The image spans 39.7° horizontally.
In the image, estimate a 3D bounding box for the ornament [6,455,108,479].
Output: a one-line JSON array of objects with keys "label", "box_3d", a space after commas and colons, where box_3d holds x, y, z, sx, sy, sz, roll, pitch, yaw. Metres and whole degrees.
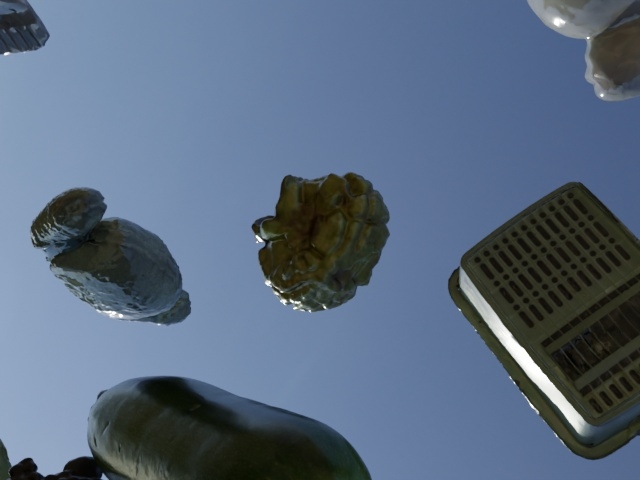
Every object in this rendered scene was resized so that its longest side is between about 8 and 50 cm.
[{"label": "ornament", "box_3d": [-0.173, 0.288, 0.676, 0.260, 0.251, 0.106, -82, 180, -52]}]

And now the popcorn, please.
[{"label": "popcorn", "box_3d": [0.000, 0.000, 1.635, 0.270, 0.224, 0.258, -11, -98, 27]}]

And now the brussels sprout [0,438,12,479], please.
[{"label": "brussels sprout", "box_3d": [-0.475, 0.311, 1.119, 0.151, 0.122, 0.149, 14, -91, 28]}]

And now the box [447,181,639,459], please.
[{"label": "box", "box_3d": [0.311, 0.092, 1.057, 0.220, 0.166, 0.291, -34, -116, -2]}]

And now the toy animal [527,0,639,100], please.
[{"label": "toy animal", "box_3d": [0.199, -0.179, 0.462, 0.208, 0.325, 0.154, -39, -157, -3]}]

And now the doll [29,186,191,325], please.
[{"label": "doll", "box_3d": [-0.180, 0.025, 0.777, 0.103, 0.214, 0.072, -13, -122, 14]}]

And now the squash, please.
[{"label": "squash", "box_3d": [-0.083, 0.149, 0.616, 0.378, 0.101, 0.102, -3, -114, 55]}]

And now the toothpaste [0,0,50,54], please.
[{"label": "toothpaste", "box_3d": [-0.179, -0.185, 0.243, 0.113, 0.299, 0.073, -4, -150, 27]}]
